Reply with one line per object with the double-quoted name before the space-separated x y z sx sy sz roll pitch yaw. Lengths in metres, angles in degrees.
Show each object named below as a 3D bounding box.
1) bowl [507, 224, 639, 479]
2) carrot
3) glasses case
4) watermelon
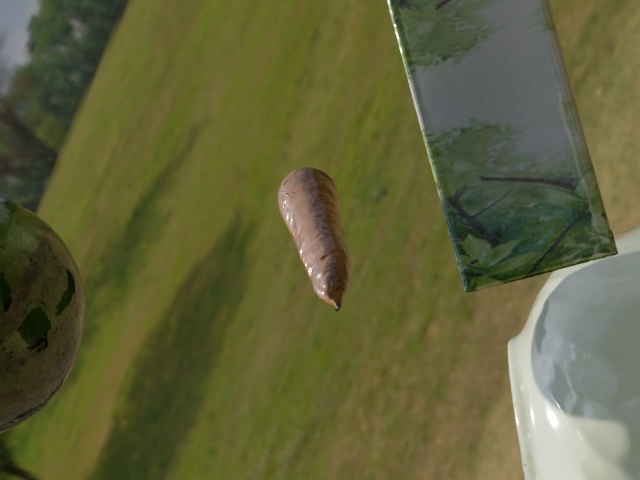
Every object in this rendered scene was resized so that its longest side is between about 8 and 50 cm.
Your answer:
"bowl" 0.212 0.126 1.052 0.277 0.145 0.277 -11 -90 -80
"carrot" 0.000 0.000 1.244 0.224 0.057 0.057 -106 38 -67
"glasses case" 0.097 -0.111 0.894 0.062 0.095 0.272 10 -114 -81
"watermelon" -0.271 0.064 1.104 0.215 0.188 0.188 -88 20 -53
